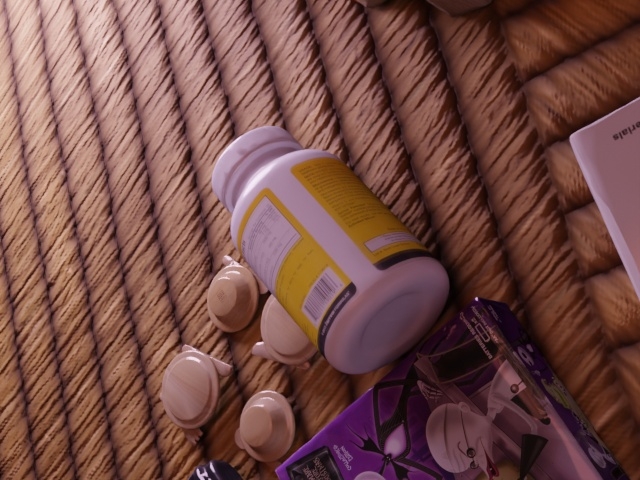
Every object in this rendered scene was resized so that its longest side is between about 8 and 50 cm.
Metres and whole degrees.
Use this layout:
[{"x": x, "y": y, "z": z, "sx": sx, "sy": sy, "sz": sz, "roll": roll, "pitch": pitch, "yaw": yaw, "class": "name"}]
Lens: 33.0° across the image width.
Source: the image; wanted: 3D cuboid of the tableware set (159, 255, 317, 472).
[{"x": -0.060, "y": 0.094, "z": 0.854, "sx": 0.141, "sy": 0.020, "sz": 0.168, "roll": 26, "pitch": 97, "yaw": 38, "class": "tableware set"}]

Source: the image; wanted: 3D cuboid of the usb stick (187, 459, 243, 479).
[{"x": -0.141, "y": 0.296, "z": 0.857, "sx": 0.278, "sy": 0.045, "sz": 0.077, "roll": -55, "pitch": 48, "yaw": 14, "class": "usb stick"}]

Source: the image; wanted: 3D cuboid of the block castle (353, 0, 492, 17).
[{"x": -0.024, "y": -0.380, "z": 0.803, "sx": 0.453, "sy": 0.213, "sz": 0.303, "roll": 36, "pitch": 103, "yaw": 35, "class": "block castle"}]

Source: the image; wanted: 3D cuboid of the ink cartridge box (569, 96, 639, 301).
[{"x": 0.253, "y": 0.059, "z": 0.523, "sx": 0.114, "sy": 0.197, "sz": 0.272, "roll": -30, "pitch": 65, "yaw": 28, "class": "ink cartridge box"}]

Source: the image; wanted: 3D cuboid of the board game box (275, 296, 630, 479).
[{"x": 0.125, "y": 0.233, "z": 0.678, "sx": 0.208, "sy": 0.056, "sz": 0.347, "roll": -47, "pitch": 58, "yaw": 24, "class": "board game box"}]

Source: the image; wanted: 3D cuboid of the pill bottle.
[{"x": 0.000, "y": 0.000, "z": 0.777, "sx": 0.103, "sy": 0.103, "sz": 0.184, "roll": -52, "pitch": 56, "yaw": 16, "class": "pill bottle"}]
